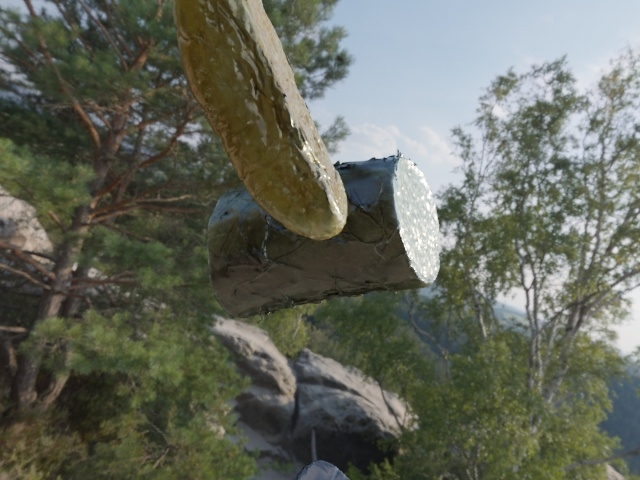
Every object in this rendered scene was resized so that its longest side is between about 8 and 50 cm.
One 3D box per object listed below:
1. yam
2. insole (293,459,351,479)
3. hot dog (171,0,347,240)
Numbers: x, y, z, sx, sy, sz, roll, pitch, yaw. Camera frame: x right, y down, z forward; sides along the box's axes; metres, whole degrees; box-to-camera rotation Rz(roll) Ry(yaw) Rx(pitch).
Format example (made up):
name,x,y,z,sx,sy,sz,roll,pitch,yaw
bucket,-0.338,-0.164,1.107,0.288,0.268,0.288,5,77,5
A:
name,x,y,z,sx,sy,sz,roll,pitch,yaw
yam,0.000,0.000,0.660,0.349,0.240,0.241,-12,-16,23
insole,0.094,0.423,0.526,0.348,0.119,0.009,44,-40,2
hot dog,-0.052,-0.107,0.328,0.084,0.074,0.242,-83,149,-69
